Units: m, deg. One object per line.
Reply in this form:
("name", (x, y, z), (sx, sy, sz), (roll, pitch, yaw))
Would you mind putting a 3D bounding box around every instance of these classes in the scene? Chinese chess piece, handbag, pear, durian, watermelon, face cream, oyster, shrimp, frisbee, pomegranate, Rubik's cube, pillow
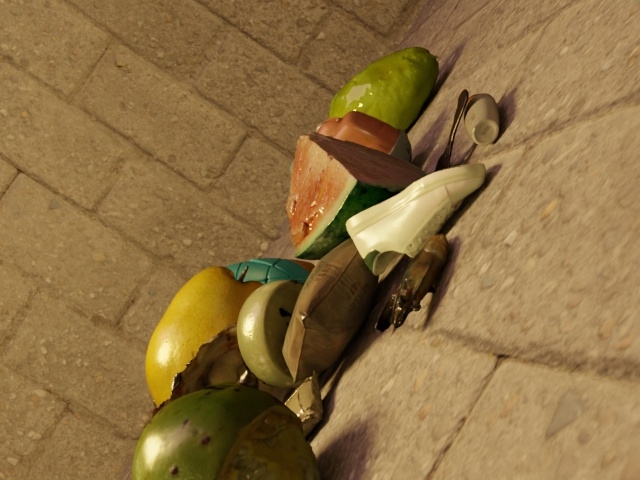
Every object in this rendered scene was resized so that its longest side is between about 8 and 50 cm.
("Chinese chess piece", (-0.058, 0.162, 1.631), (0.083, 0.188, 0.188), (-17, 34, 41))
("handbag", (0.021, 0.115, 1.571), (0.270, 0.117, 0.183), (-51, -17, -47))
("pear", (-0.205, 0.224, 1.851), (0.285, 0.284, 0.337), (-156, 58, -82))
("durian", (0.163, -0.367, 2.431), (0.340, 0.204, 0.256), (-49, -1, 40))
("watermelon", (0.061, -0.058, 1.753), (0.319, 0.292, 0.222), (39, 109, 49))
("face cream", (0.277, -0.209, 1.603), (0.072, 0.051, 0.182), (-59, 7, 21))
("oyster", (-0.168, 0.249, 1.656), (0.096, 0.221, 0.361), (-11, 53, 55))
("shrimp", (0.129, 0.076, 1.371), (0.150, 0.051, 0.217), (-54, 0, 39))
("frisbee", (0.225, -0.138, 1.644), (0.211, 0.012, 0.187), (106, 175, -49))
("pomegranate", (-0.144, 0.345, 1.257), (0.341, 0.260, 0.260), (-60, 8, -8))
("Rubik's cube", (-0.077, 0.125, 2.114), (0.254, 0.254, 0.254), (-55, 8, 11))
("pillow", (-0.058, 0.313, 1.502), (0.208, 0.053, 0.119), (-54, 12, 17))

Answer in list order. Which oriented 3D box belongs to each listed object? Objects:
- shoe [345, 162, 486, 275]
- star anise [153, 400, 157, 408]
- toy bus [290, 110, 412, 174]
("shoe", (0.164, -0.031, 1.494), (0.265, 0.110, 0.095), (-26, -14, 36))
("star anise", (-0.274, 0.418, 1.972), (0.236, 0.229, 0.093), (-21, 18, -39))
("toy bus", (0.061, -0.146, 2.042), (0.288, 0.232, 0.194), (-51, 12, 24))
